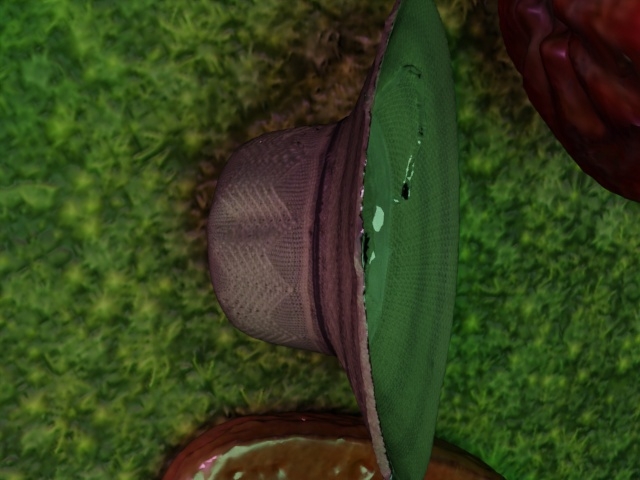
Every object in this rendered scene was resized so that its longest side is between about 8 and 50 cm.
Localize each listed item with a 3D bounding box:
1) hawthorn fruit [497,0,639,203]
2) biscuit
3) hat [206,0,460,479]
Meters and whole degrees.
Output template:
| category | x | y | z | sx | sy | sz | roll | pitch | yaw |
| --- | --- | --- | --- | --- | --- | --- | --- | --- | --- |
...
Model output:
| category | x | y | z | sx | sy | sz | roll | pitch | yaw |
| --- | --- | --- | --- | --- | --- | --- | --- | --- | --- |
| hawthorn fruit | 0.238 | -0.160 | 0.623 | 0.300 | 0.254 | 0.254 | -19 | 115 | -10 |
| biscuit | -0.002 | 0.238 | 0.744 | 0.262 | 0.052 | 0.277 | 14 | 98 | -27 |
| hat | 0.000 | 0.000 | 0.625 | 0.110 | 0.252 | 0.252 | 2 | 110 | 15 |
